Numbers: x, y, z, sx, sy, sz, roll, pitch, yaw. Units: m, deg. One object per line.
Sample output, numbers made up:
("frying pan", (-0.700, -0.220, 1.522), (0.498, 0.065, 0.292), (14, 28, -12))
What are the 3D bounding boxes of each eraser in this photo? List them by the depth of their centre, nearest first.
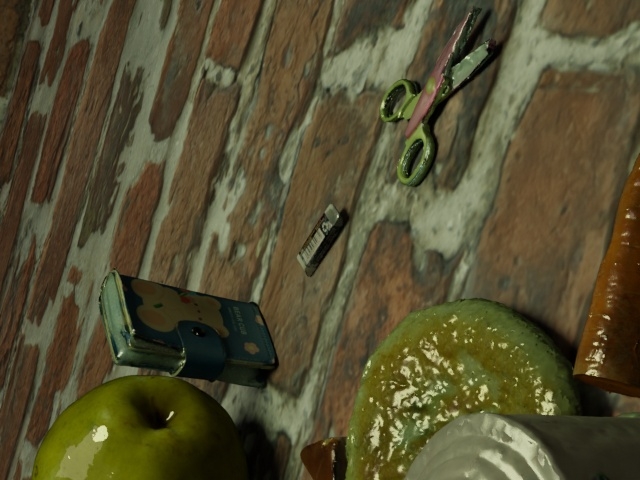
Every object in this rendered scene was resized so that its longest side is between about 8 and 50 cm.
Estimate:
("eraser", (0.000, 0.000, 1.382), (0.099, 0.019, 0.027), (-57, 47, 31))

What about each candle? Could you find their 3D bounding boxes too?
("candle", (0.136, 0.195, 0.735), (0.187, 0.330, 0.187), (-15, 72, 56))

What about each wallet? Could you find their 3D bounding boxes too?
("wallet", (-0.160, 0.109, 1.433), (0.059, 0.202, 0.141), (-59, 34, 25))

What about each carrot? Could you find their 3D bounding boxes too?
("carrot", (0.241, 0.011, 0.910), (0.061, 0.061, 0.209), (-5, 68, 61))

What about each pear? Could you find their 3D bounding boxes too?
("pear", (-0.211, 0.299, 1.386), (0.253, 0.253, 0.307), (-120, 42, -52))

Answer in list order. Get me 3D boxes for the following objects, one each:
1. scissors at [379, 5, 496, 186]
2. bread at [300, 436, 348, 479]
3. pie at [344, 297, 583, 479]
("scissors", (0.119, -0.154, 1.233), (0.187, 0.020, 0.133), (-53, 39, 39))
("bread", (0.019, 0.228, 1.220), (0.062, 0.043, 0.109), (-68, 28, 18))
("pie", (0.121, 0.197, 1.028), (0.323, 0.070, 0.323), (-29, 53, 49))
